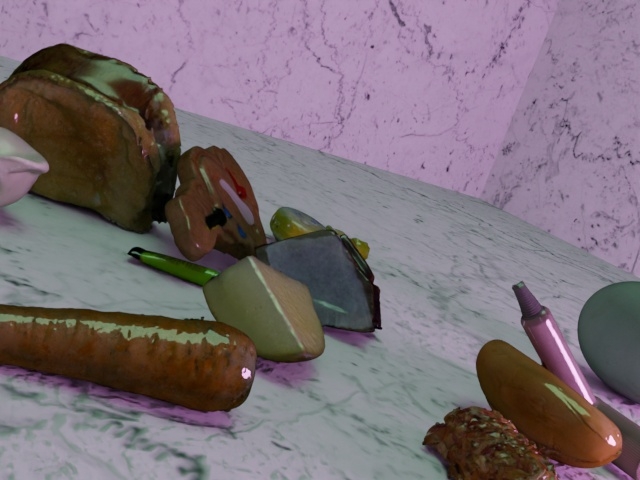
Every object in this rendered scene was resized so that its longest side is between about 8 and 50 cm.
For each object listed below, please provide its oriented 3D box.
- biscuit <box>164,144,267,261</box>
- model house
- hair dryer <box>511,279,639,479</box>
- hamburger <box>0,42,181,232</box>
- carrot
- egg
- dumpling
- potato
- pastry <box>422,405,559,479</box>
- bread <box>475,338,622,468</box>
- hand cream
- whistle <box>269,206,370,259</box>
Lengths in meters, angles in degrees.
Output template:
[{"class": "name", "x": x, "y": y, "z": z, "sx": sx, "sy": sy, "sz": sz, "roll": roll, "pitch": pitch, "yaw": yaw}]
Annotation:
[{"class": "biscuit", "x": -0.135, "y": -0.042, "z": 1.144, "sx": 0.183, "sy": 0.047, "sz": 0.320, "roll": 59, "pitch": 14, "yaw": -1}, {"class": "model house", "x": 0.015, "y": 0.059, "z": 1.099, "sx": 0.165, "sy": 0.106, "sz": 0.152, "roll": 60, "pitch": 9, "yaw": 11}, {"class": "hair dryer", "x": 0.282, "y": 0.142, "z": 0.940, "sx": 0.195, "sy": 0.053, "sz": 0.220, "roll": 37, "pitch": -24, "yaw": 56}, {"class": "hamburger", "x": -0.326, "y": -0.154, "z": 1.167, "sx": 0.308, "sy": 0.211, "sz": 0.132, "roll": 22, "pitch": 16, "yaw": 1}, {"class": "carrot", "x": -0.194, "y": 0.081, "z": 0.670, "sx": 0.298, "sy": 0.078, "sz": 0.078, "roll": 12, "pitch": 14, "yaw": -19}, {"class": "egg", "x": 0.480, "y": 0.153, "z": 1.242, "sx": 0.168, "sy": 0.168, "sz": 0.231, "roll": 11, "pitch": 20, "yaw": -40}, {"class": "dumpling", "x": -0.407, "y": -0.086, "z": 0.980, "sx": 0.169, "sy": 0.100, "sz": 0.134, "roll": 27, "pitch": 16, "yaw": 32}, {"class": "potato", "x": -0.049, "y": 0.096, "z": 0.896, "sx": 0.120, "sy": 0.081, "sz": 0.149, "roll": 61, "pitch": 12, "yaw": 24}, {"class": "pastry", "x": 0.158, "y": 0.194, "z": 0.757, "sx": 0.087, "sy": 0.063, "sz": 0.169, "roll": 13, "pitch": 14, "yaw": -22}, {"class": "bread", "x": 0.230, "y": 0.177, "z": 0.899, "sx": 0.189, "sy": 0.077, "sz": 0.114, "roll": 34, "pitch": -4, "yaw": 45}, {"class": "hand cream", "x": -0.171, "y": 0.032, "z": 1.028, "sx": 0.121, "sy": 0.023, "sz": 0.036, "roll": 20, "pitch": 9, "yaw": 0}, {"class": "whistle", "x": 0.000, "y": 0.000, "z": 1.429, "sx": 0.198, "sy": 0.057, "sz": 0.104, "roll": 21, "pitch": 17, "yaw": -38}]
